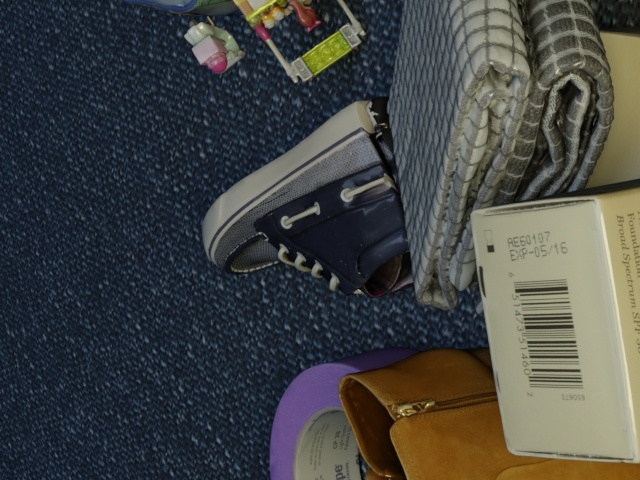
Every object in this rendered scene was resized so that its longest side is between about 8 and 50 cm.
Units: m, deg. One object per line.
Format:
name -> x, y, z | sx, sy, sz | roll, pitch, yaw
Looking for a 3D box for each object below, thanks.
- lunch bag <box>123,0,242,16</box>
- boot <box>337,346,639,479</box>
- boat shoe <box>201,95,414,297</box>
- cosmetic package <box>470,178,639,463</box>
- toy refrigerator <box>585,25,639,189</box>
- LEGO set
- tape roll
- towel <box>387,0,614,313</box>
lunch bag -> -0.159, -0.374, 1.514 | 0.303, 0.115, 0.243 | 22, 113, 49
boot -> 0.158, 0.203, 1.156 | 0.295, 0.211, 0.104 | 48, 134, 34
boat shoe -> 0.000, 0.000, 1.378 | 0.340, 0.127, 0.158 | -37, 61, 49
cosmetic package -> 0.253, 0.031, 0.911 | 0.113, 0.309, 0.160 | -6, 95, 53
toy refrigerator -> 0.260, -0.023, 1.060 | 0.094, 0.102, 0.269 | 18, 112, 49
LEGO set -> 0.013, -0.242, 1.331 | 0.287, 0.132, 0.107 | -36, 86, 26
tape roll -> 0.064, 0.248, 1.391 | 0.275, 0.090, 0.274 | 15, 110, 50
towel -> 0.135, -0.107, 1.075 | 0.283, 0.121, 0.235 | 97, 171, -50
